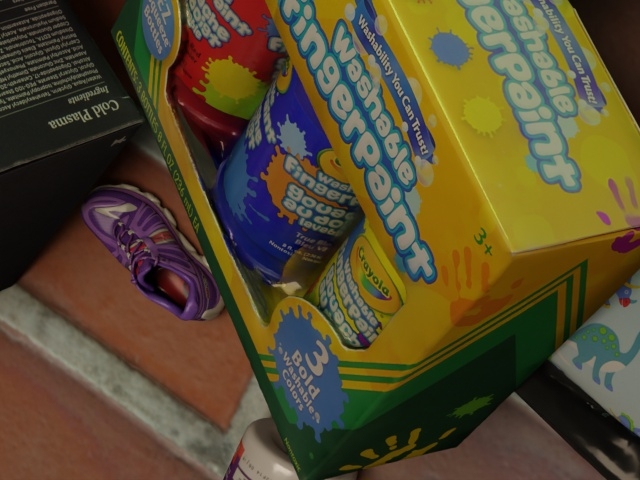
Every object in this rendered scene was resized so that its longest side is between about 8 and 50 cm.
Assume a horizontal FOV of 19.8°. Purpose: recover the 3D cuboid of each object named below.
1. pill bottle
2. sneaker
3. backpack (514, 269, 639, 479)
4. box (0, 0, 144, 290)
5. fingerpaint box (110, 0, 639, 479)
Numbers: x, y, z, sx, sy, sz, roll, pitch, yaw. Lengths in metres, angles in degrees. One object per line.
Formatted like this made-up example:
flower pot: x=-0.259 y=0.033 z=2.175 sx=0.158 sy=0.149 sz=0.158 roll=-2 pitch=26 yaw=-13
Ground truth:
pill bottle: x=-0.052 y=0.265 z=1.635 sx=0.108 sy=0.108 sz=0.193 roll=30 pitch=107 yaw=20
sneaker: x=-0.158 y=0.010 z=1.679 sx=0.170 sy=0.071 sz=0.068 roll=40 pitch=110 yaw=17
backpack: x=0.316 y=0.033 z=1.380 sx=0.290 sy=0.273 sz=0.355 roll=44 pitch=99 yaw=22
box: x=-0.364 y=-0.128 z=1.633 sx=0.312 sy=0.179 sz=0.343 roll=57 pitch=141 yaw=9
fingerpaint box: x=0.029 y=-0.097 z=1.388 sx=0.444 sy=0.163 sz=0.371 roll=66 pitch=147 yaw=21
